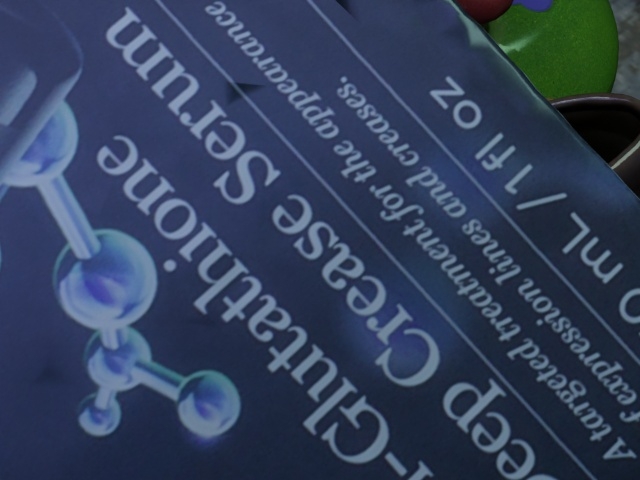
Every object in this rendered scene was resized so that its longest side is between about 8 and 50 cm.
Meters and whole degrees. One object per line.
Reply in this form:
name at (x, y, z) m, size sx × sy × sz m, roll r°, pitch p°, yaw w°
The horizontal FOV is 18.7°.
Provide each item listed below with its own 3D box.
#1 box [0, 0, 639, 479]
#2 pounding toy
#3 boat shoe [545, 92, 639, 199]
box at (-0.102, 0.075, 0.657) m, size 0.395 × 0.212 × 0.293 m, roll -43°, pitch 90°, yaw -15°
pounding toy at (0.096, -0.143, 1.001) m, size 0.236 × 0.110 × 0.183 m, roll -19°, pitch 59°, yaw -19°
boat shoe at (0.000, 0.000, 0.868) m, size 0.342 × 0.123 × 0.123 m, roll -11°, pitch 57°, yaw -19°
